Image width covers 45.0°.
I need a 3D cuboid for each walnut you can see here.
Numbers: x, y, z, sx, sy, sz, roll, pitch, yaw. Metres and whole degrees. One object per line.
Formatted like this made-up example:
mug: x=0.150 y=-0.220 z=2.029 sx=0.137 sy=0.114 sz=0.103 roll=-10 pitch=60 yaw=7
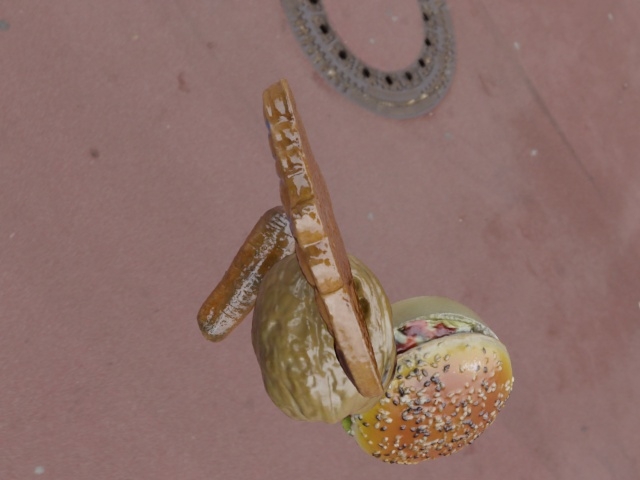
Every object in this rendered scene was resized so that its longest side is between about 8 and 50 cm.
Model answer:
walnut: x=0.002 y=0.090 z=0.785 sx=0.155 sy=0.155 sz=0.184 roll=1 pitch=80 yaw=-36

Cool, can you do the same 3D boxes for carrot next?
carrot: x=-0.081 y=0.042 z=0.903 sx=0.060 sy=0.060 sz=0.186 roll=33 pitch=93 yaw=-24

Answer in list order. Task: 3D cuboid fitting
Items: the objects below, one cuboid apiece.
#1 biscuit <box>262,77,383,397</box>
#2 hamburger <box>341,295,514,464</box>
biscuit: x=0.000 y=0.000 z=0.656 sx=0.183 sy=0.043 sz=0.280 roll=-41 pitch=117 yaw=-81
hamburger: x=0.164 y=0.234 z=1.233 sx=0.300 sy=0.300 sz=0.176 roll=20 pitch=28 yaw=-30
